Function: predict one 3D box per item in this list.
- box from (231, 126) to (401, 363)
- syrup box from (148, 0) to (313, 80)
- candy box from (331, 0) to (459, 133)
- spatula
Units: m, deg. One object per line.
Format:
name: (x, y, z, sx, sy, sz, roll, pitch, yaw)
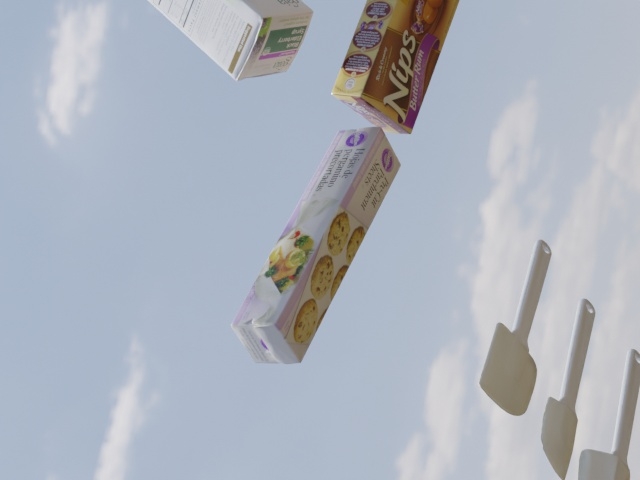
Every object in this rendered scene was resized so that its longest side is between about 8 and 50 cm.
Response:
box: (0.000, 0.000, 1.626, 0.067, 0.063, 0.324, 61, -139, -34)
syrup box: (-0.128, -0.299, 1.734, 0.093, 0.237, 0.096, -18, -37, -47)
candy box: (0.091, -0.233, 1.721, 0.109, 0.053, 0.187, 32, -106, -47)
spatula: (0.185, 0.105, 1.067, 0.168, 0.019, 0.242, 48, -151, -10)
